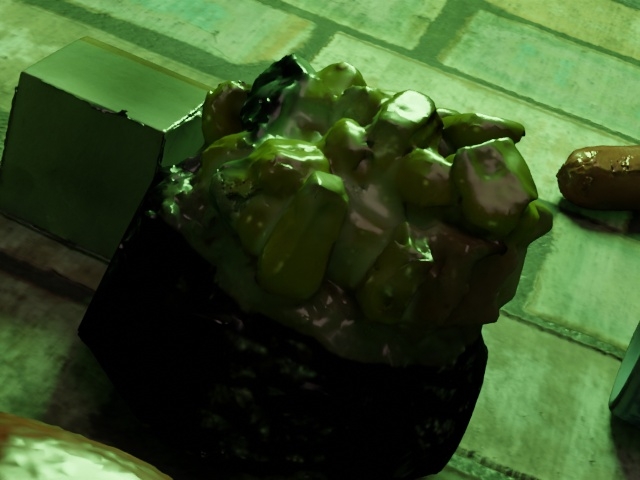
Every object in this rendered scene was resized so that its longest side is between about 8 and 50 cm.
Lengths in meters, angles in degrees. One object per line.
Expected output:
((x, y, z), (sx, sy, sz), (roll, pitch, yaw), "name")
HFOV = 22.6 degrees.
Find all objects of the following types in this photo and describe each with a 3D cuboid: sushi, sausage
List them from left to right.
((0.000, 0.000, 1.255), (0.328, 0.285, 0.328), (17, 30, 0), "sushi")
((0.323, -0.068, 1.752), (0.141, 0.076, 0.076), (2, 34, -29), "sausage")

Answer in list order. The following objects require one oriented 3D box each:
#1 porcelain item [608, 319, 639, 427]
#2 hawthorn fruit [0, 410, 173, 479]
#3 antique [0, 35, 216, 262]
((0.331, 0.106, 1.396), (0.114, 0.147, 0.147), (24, 30, 5), "porcelain item")
((-0.157, 0.223, 0.827), (0.299, 0.275, 0.275), (7, 31, -2), "hawthorn fruit")
((-0.184, -0.083, 1.430), (0.152, 0.147, 0.148), (23, 28, 10), "antique")
